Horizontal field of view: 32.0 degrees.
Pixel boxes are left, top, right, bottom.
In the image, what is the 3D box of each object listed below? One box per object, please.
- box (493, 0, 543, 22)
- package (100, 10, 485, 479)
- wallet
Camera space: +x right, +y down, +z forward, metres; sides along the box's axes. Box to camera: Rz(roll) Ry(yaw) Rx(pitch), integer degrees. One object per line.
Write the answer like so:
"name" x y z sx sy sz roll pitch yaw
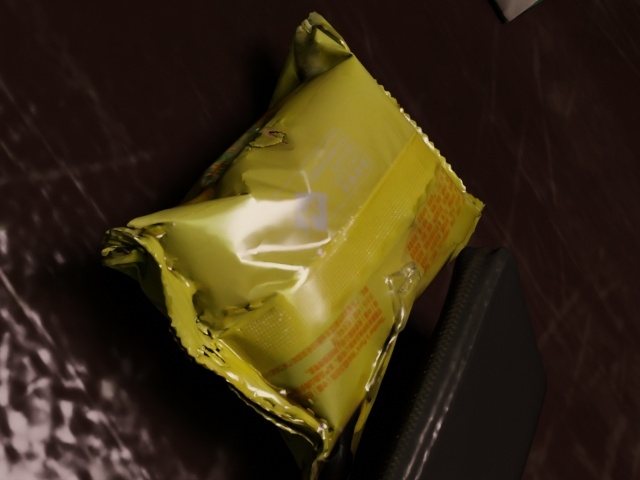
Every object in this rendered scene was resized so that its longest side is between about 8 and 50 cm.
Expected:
"box" 0.171 -0.258 0.796 0.199 0.081 0.135 -37 98 -39
"package" 0.000 0.000 0.554 0.168 0.090 0.226 52 49 -15
"wallet" 0.059 0.122 0.548 0.250 0.044 0.149 -64 148 -33
